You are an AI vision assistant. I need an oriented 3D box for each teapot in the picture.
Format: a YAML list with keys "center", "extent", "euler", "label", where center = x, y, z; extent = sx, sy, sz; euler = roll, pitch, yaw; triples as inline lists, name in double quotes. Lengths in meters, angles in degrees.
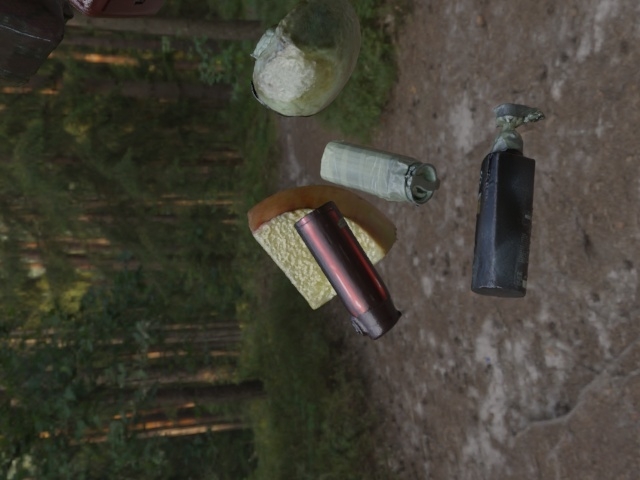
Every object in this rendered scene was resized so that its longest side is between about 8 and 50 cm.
- center: [0.105, -0.110, 1.124]
  extent: [0.200, 0.107, 0.077]
  euler: [22, 102, 43]
  label: "teapot"

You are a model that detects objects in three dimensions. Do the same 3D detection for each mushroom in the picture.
- center: [-0.016, -0.380, 1.364]
  extent: [0.189, 0.267, 0.164]
  euler: [47, 169, -3]
  label: "mushroom"

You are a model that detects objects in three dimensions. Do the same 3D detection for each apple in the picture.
- center: [0.000, 0.000, 1.456]
  extent: [0.309, 0.313, 0.252]
  euler: [-84, 0, -73]
  label: "apple"

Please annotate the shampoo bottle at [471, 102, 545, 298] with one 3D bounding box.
- center: [0.199, -0.045, 0.719]
  extent: [0.057, 0.063, 0.208]
  euler: [130, 148, -77]
  label: "shampoo bottle"

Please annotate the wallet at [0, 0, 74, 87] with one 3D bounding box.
- center: [-0.285, -0.157, 0.416]
  extent: [0.182, 0.229, 0.049]
  euler: [1, 80, 57]
  label: "wallet"

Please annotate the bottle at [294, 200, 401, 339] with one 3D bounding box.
- center: [0.033, 0.038, 0.790]
  extent: [0.164, 0.060, 0.060]
  euler: [58, 158, 2]
  label: "bottle"

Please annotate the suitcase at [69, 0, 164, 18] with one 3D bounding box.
- center: [-0.293, -0.498, 1.054]
  extent: [0.297, 0.161, 0.236]
  euler: [-49, -1, 25]
  label: "suitcase"
